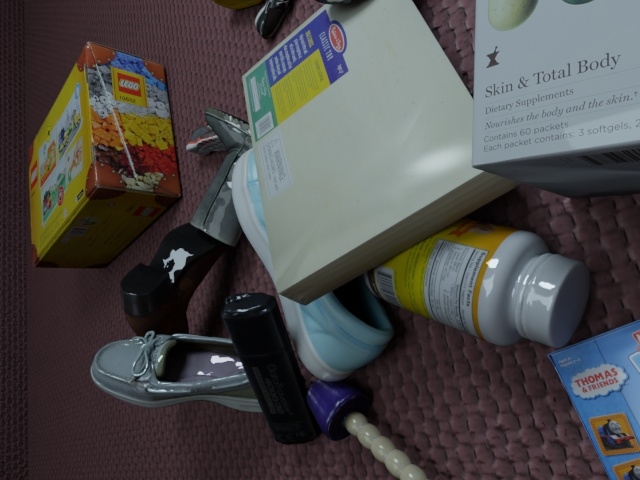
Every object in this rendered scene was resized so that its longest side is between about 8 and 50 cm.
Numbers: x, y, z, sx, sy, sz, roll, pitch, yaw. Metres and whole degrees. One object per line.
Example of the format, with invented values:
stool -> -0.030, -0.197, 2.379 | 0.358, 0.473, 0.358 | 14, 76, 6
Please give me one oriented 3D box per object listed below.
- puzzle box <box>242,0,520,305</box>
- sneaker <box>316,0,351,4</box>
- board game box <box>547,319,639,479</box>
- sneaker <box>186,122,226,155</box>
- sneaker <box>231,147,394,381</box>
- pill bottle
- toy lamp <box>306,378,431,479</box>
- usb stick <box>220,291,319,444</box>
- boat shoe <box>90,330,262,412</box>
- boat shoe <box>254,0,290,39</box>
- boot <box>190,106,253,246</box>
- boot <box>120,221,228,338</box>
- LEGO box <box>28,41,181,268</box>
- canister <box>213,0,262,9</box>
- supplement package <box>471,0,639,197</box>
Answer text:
puzzle box -> 0.034, -0.155, 0.614 | 0.272, 0.052, 0.408 | -32, 50, 24
sneaker -> 0.071, -0.428, 0.609 | 0.283, 0.122, 0.110 | -47, 47, 11
board game box -> 0.311, 0.164, 0.402 | 0.160, 0.039, 0.211 | -38, 61, 38
sneaker -> -0.223, -0.216, 1.000 | 0.158, 0.061, 0.064 | 0, 79, 46
sneaker -> 0.000, 0.000, 0.694 | 0.150, 0.135, 0.365 | -38, 71, 37
pill bottle -> 0.156, 0.036, 0.524 | 0.215, 0.117, 0.117 | 18, 99, 46
toy lamp -> 0.081, 0.263, 0.609 | 0.275, 0.080, 0.080 | 31, 109, 45
usb stick -> -0.064, 0.185, 0.685 | 0.045, 0.077, 0.278 | -83, -18, -57
boat shoe -> -0.203, 0.193, 0.775 | 0.118, 0.321, 0.103 | -76, -10, -50
boat shoe -> -0.076, -0.413, 0.870 | 0.125, 0.046, 0.038 | -45, 56, 38
boot -> -0.177, -0.118, 0.893 | 0.190, 0.076, 0.208 | 33, 104, 30
boot -> -0.258, 0.125, 0.951 | 0.096, 0.264, 0.280 | 17, 131, 13
LEGO box -> -0.579, -0.182, 1.276 | 0.500, 0.193, 0.372 | -29, 66, 42
canister -> -0.149, -0.541, 0.942 | 0.126, 0.073, 0.169 | 16, 99, 47
supplement package -> 0.255, -0.180, 0.380 | 0.199, 0.198, 0.262 | -1, 85, 47
